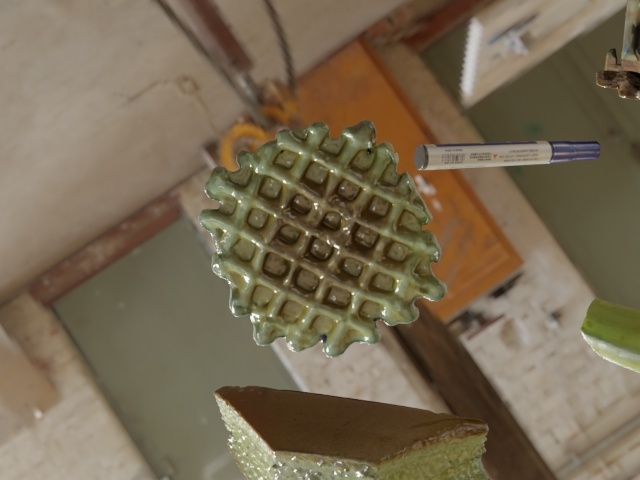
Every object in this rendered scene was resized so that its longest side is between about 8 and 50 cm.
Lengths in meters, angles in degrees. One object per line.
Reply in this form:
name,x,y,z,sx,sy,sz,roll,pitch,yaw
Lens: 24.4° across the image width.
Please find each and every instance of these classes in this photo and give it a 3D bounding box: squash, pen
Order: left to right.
pen,0.182,-0.084,1.417,0.204,0.025,0.025,-4,159,-26
squash,0.410,0.117,1.602,0.250,0.083,0.083,9,-163,28

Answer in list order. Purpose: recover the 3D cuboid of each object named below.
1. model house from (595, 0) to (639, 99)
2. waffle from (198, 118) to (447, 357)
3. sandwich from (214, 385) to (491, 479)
model house,0.407,-0.279,1.633,0.326,0.169,0.244,-59,157,-72
waffle,0.000,0.000,1.904,0.291,0.309,0.056,-21,-163,12
sandwich,0.020,0.198,1.330,0.258,0.094,0.096,5,-146,16
